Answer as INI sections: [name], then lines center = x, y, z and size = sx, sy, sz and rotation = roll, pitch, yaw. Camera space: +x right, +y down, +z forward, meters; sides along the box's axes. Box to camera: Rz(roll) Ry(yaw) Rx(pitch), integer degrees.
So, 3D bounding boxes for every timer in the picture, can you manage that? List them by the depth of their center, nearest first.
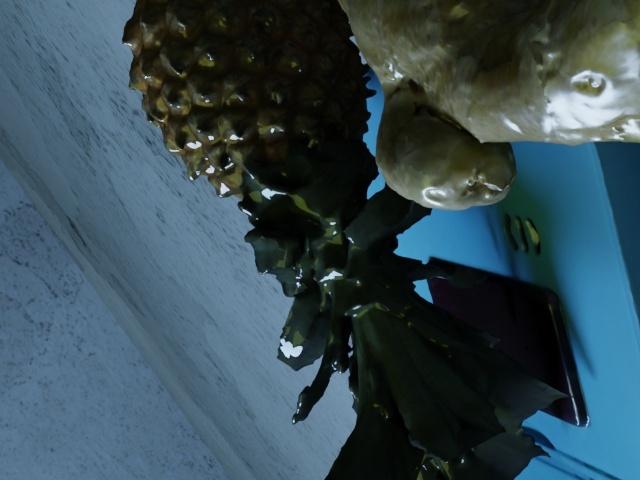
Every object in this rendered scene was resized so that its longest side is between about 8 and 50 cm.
[timer]
center = 0.115, 0.023, 0.644
size = 0.232, 0.091, 0.250
rotation = 19, 131, 66

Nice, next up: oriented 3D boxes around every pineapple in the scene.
[pineapple]
center = 0.000, 0.000, 0.615
size = 0.277, 0.130, 0.119
rotation = 61, 170, 20

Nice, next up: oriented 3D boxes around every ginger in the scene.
[ginger]
center = 0.067, -0.085, 0.496
size = 0.214, 0.058, 0.133
rotation = -24, 70, 59
